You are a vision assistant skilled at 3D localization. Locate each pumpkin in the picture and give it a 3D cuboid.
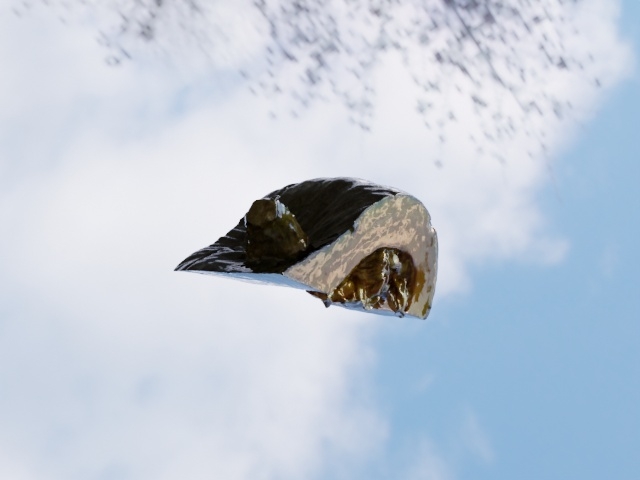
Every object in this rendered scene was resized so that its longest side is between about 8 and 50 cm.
[{"bbox_3d":[-0.002,-0.004,1.382,0.131,0.248,0.126,11,-92,39],"label":"pumpkin"}]
